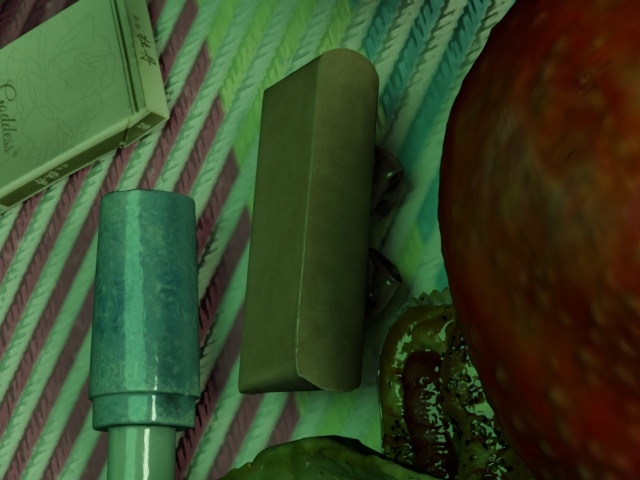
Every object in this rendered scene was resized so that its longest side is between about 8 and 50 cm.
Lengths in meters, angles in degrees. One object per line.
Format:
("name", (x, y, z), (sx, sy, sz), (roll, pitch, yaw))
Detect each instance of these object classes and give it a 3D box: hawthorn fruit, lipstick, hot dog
("hawthorn fruit", (0.178, -0.028, 0.717), (0.287, 0.287, 0.330), (-45, 42, 13))
("lipstick", (-0.104, 0.109, 0.960), (0.068, 0.061, 0.274), (-11, 73, 42))
("hot dog", (0.072, 0.118, 0.847), (0.108, 0.059, 0.191), (-12, 70, 37))

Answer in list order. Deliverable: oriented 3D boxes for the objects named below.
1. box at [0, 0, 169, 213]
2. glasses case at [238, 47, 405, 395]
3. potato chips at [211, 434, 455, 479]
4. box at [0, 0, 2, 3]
("box", (-0.192, -0.087, 1.101), (0.198, 0.029, 0.109), (-26, 62, 25))
("glasses case", (0.000, 0.000, 0.932), (0.102, 0.070, 0.193), (-24, 57, 58))
("potato chips", (0.001, 0.273, 0.797), (0.429, 0.070, 0.358), (3, 93, 36))
("box", (-0.290, -0.279, 1.193), (0.215, 0.086, 0.215), (22, 88, 36))
